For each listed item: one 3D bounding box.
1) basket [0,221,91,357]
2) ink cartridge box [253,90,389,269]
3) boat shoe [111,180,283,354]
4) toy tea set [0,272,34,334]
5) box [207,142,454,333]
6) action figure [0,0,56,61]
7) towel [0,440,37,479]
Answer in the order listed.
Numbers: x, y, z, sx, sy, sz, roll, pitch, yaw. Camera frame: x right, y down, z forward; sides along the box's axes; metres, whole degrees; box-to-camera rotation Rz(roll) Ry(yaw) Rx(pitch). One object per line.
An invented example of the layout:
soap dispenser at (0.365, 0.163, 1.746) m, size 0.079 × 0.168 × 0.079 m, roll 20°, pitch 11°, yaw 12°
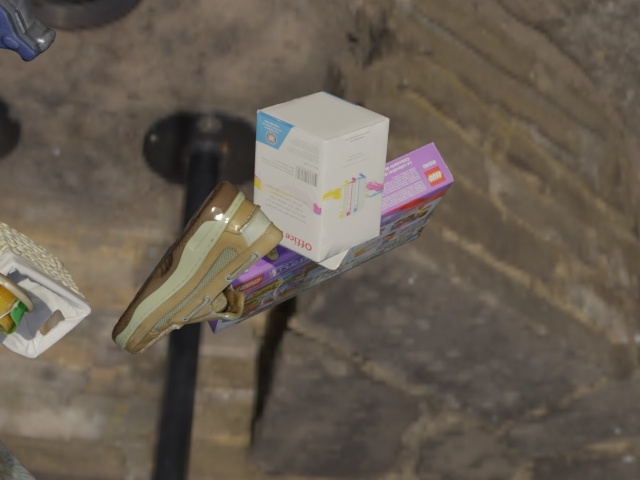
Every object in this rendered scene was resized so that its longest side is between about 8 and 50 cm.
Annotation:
basket at (-0.398, 0.059, 1.940) m, size 0.113 × 0.103 × 0.167 m, roll -38°, pitch 142°, yaw 9°
ink cartridge box at (-0.002, -0.054, 1.421) m, size 0.092 × 0.090 × 0.143 m, roll 27°, pitch 125°, yaw 37°
boat shoe at (-0.090, 0.038, 1.104) m, size 0.072 × 0.068 × 0.190 m, roll 35°, pitch 136°, yaw -8°
toy tea set at (-0.443, 0.052, 1.665) m, size 0.200 × 0.124 × 0.336 m, roll 21°, pitch 159°, yaw 38°
box at (0.000, 0.000, 1.750) m, size 0.293 × 0.057 × 0.201 m, roll -25°, pitch 167°, yaw -16°
action figure at (-0.311, -0.297, 1.059) m, size 0.330 × 0.178 × 0.341 m, roll 12°, pitch 151°, yaw 43°
towel at (-0.421, 0.184, 1.360) m, size 0.090 × 0.374 × 0.320 m, roll -54°, pitch 148°, yaw 5°
